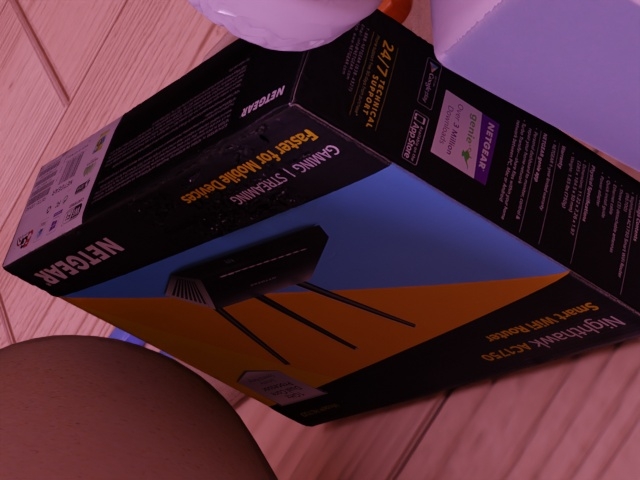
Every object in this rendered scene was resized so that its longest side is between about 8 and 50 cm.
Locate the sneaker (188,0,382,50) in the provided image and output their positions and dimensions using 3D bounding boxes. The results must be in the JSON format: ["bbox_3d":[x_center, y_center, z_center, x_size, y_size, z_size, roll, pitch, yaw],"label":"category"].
[{"bbox_3d":[0.034,-0.181,0.373,0.153,0.101,0.268,-25,45,55],"label":"sneaker"}]

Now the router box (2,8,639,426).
[{"bbox_3d":[0.000,0.000,0.498,0.179,0.133,0.046,-24,43,53],"label":"router box"}]

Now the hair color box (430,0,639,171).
[{"bbox_3d":[0.123,-0.215,0.480,0.185,0.114,0.374,-40,38,39],"label":"hair color box"}]

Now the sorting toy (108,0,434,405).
[{"bbox_3d":[-0.011,-0.053,0.655,0.348,0.047,0.196,-41,36,38],"label":"sorting toy"}]

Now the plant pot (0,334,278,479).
[{"bbox_3d":[-0.086,0.147,0.455,0.256,0.256,0.274,-52,14,23],"label":"plant pot"}]
